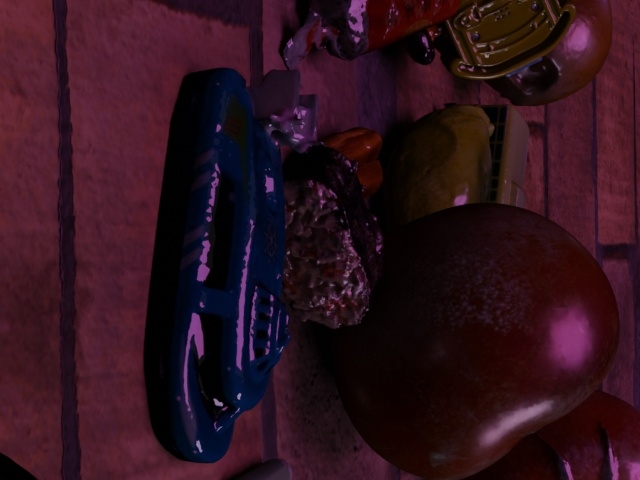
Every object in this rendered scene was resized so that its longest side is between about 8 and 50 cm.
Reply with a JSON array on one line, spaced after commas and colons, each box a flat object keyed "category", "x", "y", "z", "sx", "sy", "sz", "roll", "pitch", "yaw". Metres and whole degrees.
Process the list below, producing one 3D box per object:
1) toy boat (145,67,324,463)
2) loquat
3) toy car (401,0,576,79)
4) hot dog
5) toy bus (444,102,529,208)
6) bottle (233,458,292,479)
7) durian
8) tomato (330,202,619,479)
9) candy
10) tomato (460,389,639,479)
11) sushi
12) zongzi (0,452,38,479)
[{"category": "toy boat", "x": -0.057, "y": 0.019, "z": 1.258, "sx": 0.134, "sy": 0.092, "sz": 0.299, "roll": 41, "pitch": 51, "yaw": -66}, {"category": "loquat", "x": 0.252, "y": -0.258, "z": 1.946, "sx": 0.227, "sy": 0.179, "sz": 0.179, "roll": -78, "pitch": 156, "yaw": -50}, {"category": "toy car", "x": 0.149, "y": -0.293, "z": 1.695, "sx": 0.142, "sy": 0.200, "sz": 0.248, "roll": -112, "pitch": 179, "yaw": -63}, {"category": "hot dog", "x": 0.018, "y": -0.063, "z": 1.507, "sx": 0.165, "sy": 0.045, "sz": 0.071, "roll": -32, "pitch": 116, "yaw": -66}, {"category": "toy bus", "x": 0.175, "y": -0.059, "z": 1.833, "sx": 0.088, "sy": 0.101, "sz": 0.175, "roll": 45, "pitch": 49, "yaw": -61}, {"category": "bottle", "x": -0.048, "y": 0.198, "z": 1.344, "sx": 0.083, "sy": 0.030, "sz": 0.030, "roll": -19, "pitch": 106, "yaw": -68}, {"category": "durian", "x": 0.121, "y": -0.039, "z": 1.691, "sx": 0.139, "sy": 0.101, "sz": 0.250, "roll": 65, "pitch": 31, "yaw": -47}, {"category": "tomato", "x": 0.132, "y": 0.079, "z": 1.510, "sx": 0.223, "sy": 0.270, "sz": 0.270, "roll": 50, "pitch": 25, "yaw": 3}, {"category": "candy", "x": 0.061, "y": -0.224, "z": 1.529, "sx": 0.292, "sy": 0.059, "sz": 0.086, "roll": -27, "pitch": 118, "yaw": -40}, {"category": "tomato", "x": 0.264, "y": 0.285, "z": 1.841, "sx": 0.265, "sy": 0.265, "sz": 0.265, "roll": -1, "pitch": 90, "yaw": -69}, {"category": "sushi", "x": 0.000, "y": 0.000, "z": 1.400, "sx": 0.078, "sy": 0.090, "sz": 0.150, "roll": -67, "pitch": 147, "yaw": -53}, {"category": "zongzi", "x": -0.147, "y": 0.316, "z": 0.856, "sx": 0.383, "sy": 0.319, "sz": 0.362, "roll": 41, "pitch": 54, "yaw": -38}]
